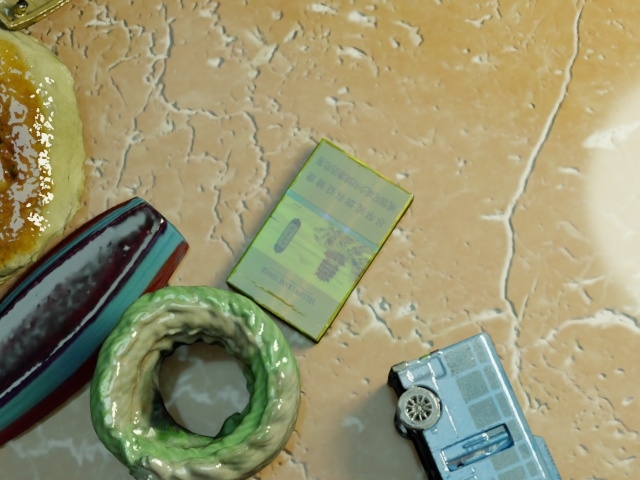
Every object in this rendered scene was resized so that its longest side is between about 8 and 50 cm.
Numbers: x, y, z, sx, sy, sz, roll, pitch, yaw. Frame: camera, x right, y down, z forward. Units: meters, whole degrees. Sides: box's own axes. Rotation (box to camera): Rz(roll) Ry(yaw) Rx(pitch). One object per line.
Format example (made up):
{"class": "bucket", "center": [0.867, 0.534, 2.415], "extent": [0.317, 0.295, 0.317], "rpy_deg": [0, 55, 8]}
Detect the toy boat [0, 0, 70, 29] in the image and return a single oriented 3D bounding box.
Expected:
{"class": "toy boat", "center": [-0.274, -0.316, 1.647], "extent": [0.068, 0.088, 0.226], "rpy_deg": [45, 72, 4]}

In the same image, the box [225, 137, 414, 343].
{"class": "box", "center": [0.000, 0.000, 1.618], "extent": [0.121, 0.030, 0.193], "rpy_deg": [33, 82, 7]}

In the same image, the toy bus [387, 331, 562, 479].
{"class": "toy bus", "center": [0.164, 0.223, 1.527], "extent": [0.133, 0.116, 0.234], "rpy_deg": [-22, 77, -6]}

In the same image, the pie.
{"class": "pie", "center": [-0.403, -0.100, 1.619], "extent": [0.315, 0.092, 0.315], "rpy_deg": [0, 80, 2]}

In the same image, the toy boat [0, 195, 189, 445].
{"class": "toy boat", "center": [-0.305, 0.109, 1.587], "extent": [0.136, 0.079, 0.392], "rpy_deg": [43, 80, 10]}

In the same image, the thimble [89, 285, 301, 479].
{"class": "thimble", "center": [-0.127, 0.158, 1.529], "extent": [0.218, 0.150, 0.219], "rpy_deg": [0, 78, 1]}
